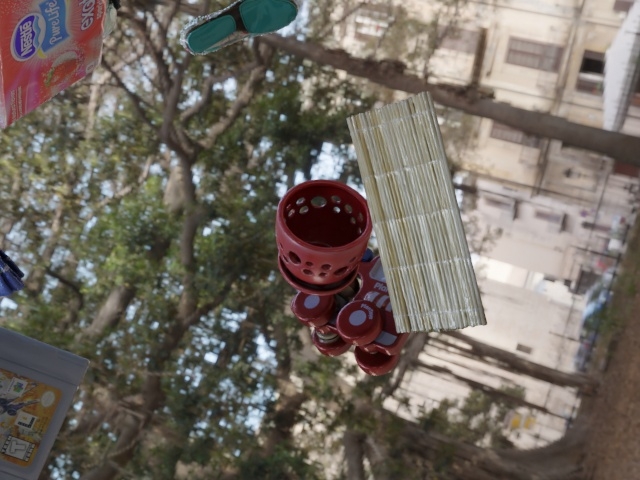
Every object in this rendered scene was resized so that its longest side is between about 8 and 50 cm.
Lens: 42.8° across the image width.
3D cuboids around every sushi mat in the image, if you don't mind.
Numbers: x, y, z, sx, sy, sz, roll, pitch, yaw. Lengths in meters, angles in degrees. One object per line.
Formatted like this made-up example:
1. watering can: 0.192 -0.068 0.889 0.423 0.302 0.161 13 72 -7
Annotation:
1. sushi mat: 0.125 -0.029 1.097 0.019 0.151 0.317 -13 -90 -47

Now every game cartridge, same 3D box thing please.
1. game cartridge: -0.519 0.285 1.315 0.062 0.198 0.297 -51 19 47

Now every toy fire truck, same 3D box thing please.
1. toy fire truck: 0.095 0.137 1.843 0.254 0.302 0.169 -54 -39 -22

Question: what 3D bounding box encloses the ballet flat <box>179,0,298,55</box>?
1. ballet flat: -0.165 -0.435 1.608 0.077 0.240 0.091 -122 16 -55

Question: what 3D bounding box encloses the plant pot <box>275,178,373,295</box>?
1. plant pot: 0.000 0.000 1.637 0.191 0.191 0.174 -57 -13 -37

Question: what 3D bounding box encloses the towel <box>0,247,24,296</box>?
1. towel: -0.567 -0.045 1.087 0.040 0.243 0.336 -68 -39 -52

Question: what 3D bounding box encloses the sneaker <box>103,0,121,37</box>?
1. sneaker: -0.361 -0.399 1.317 0.151 0.094 0.256 -53 27 37

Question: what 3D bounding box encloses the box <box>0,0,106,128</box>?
1. box: -0.321 -0.273 0.842 0.154 0.142 0.300 -44 -5 -30
